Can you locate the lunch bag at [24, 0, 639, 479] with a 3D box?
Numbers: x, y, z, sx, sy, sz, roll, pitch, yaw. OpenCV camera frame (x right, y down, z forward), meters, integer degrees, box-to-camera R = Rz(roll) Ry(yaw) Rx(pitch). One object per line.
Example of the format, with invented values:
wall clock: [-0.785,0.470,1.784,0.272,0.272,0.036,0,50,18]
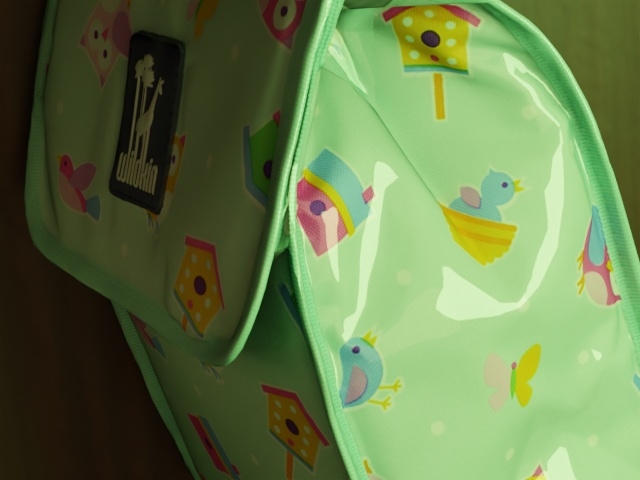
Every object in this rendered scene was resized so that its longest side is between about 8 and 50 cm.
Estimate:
lunch bag: [0.000,0.000,0.699,0.160,0.223,0.262,-32,116,-18]
